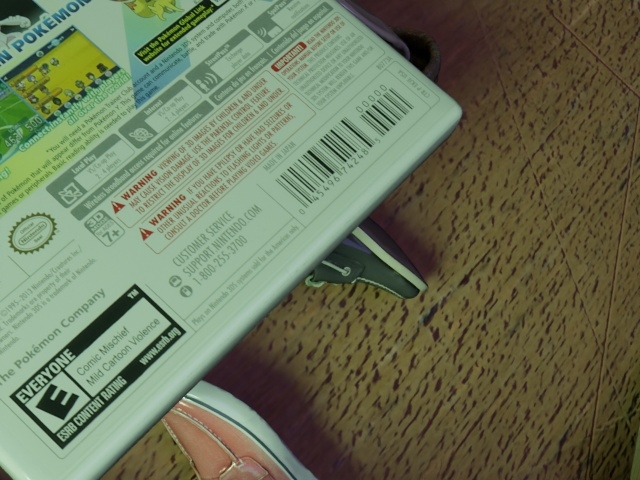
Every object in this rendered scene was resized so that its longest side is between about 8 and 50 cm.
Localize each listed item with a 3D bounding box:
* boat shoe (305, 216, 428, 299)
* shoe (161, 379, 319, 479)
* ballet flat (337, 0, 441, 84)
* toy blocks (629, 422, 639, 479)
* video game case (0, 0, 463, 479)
[{"bbox_3d":[0.000,0.000,0.788,0.206,0.075,0.065,33,105,-34],"label":"boat shoe"},{"bbox_3d":[-0.058,0.172,0.689,0.178,0.063,0.081,48,51,-25],"label":"shoe"},{"bbox_3d":[-0.049,-0.137,0.722,0.348,0.123,0.123,4,78,-39],"label":"ballet flat"},{"bbox_3d":[0.440,0.233,1.019,0.381,0.190,0.261,48,44,-21],"label":"toy blocks"},{"bbox_3d":[-0.130,-0.068,0.579,0.300,0.036,0.329,42,66,9],"label":"video game case"}]
